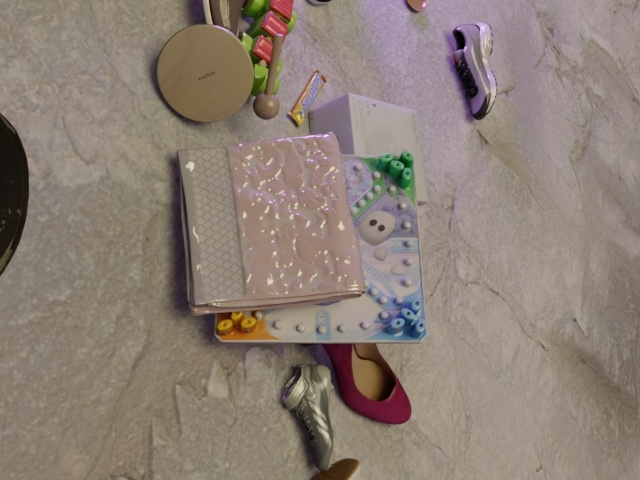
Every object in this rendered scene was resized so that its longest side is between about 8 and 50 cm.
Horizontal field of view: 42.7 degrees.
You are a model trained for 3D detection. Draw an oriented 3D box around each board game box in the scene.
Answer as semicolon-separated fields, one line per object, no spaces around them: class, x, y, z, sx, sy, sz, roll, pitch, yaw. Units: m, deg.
board game box;0.000;0.000;1.548;0.390;0.050;0.390;1;67;-4

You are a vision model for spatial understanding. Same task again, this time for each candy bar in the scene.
candy bar;-0.028;-0.318;1.818;0.040;0.018;0.161;45;53;-24

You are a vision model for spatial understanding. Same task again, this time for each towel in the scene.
towel;-0.096;-0.037;1.501;0.317;0.053;0.332;-6;68;-7

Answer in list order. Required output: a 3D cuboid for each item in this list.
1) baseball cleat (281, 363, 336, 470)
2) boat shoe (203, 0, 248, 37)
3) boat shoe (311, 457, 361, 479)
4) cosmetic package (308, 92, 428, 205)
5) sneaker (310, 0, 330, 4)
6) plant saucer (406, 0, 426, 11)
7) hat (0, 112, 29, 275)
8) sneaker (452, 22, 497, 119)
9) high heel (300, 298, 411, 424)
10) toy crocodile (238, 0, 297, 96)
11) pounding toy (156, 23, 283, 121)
baseball cleat;-0.025;0.346;1.602;0.109;0.072;0.206;6;71;-25
boat shoe;-0.180;-0.543;1.664;0.116;0.097;0.324;66;21;-71
boat shoe;-0.003;0.535;1.540;0.277;0.098;0.096;-46;110;-31
cosmetic package;0.109;-0.185;1.824;0.225;0.138;0.224;5;75;-43
sneaker;0.058;-0.633;1.918;0.079;0.121;0.217;56;48;-14
plant saucer;0.247;-0.643;2.169;0.083;0.015;0.083;15;68;-40
hat;-0.578;-0.065;1.156;0.331;0.134;0.331;-4;97;-34
sneaker;0.410;-0.458;2.225;0.108;0.100;0.271;-2;82;-18
high heel;0.105;0.253;1.657;0.377;0.181;0.127;43;53;-25
toy crocodile;-0.111;-0.441;1.717;0.115;0.105;0.340;31;58;-33
pounding toy;-0.195;-0.329;1.594;0.237;0.110;0.183;3;108;-7
